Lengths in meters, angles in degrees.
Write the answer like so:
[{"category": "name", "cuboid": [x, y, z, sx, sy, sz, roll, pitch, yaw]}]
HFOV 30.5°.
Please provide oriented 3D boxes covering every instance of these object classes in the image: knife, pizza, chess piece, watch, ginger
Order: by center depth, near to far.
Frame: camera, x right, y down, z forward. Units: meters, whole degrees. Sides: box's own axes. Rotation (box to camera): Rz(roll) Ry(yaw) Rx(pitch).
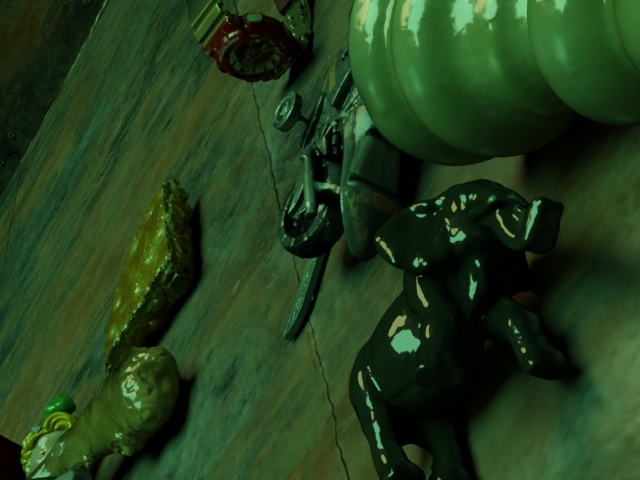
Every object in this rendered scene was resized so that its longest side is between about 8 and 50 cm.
[{"category": "chess piece", "cuboid": [0.173, -0.142, 0.738, 0.330, 0.182, 0.182, 2, 68, 61]}, {"category": "knife", "cuboid": [0.001, 0.000, 1.156, 0.028, 0.015, 0.210, -15, 53, 54]}, {"category": "ginger", "cuboid": [-0.259, 0.232, 1.364, 0.294, 0.086, 0.131, -45, 33, 19]}, {"category": "watch", "cuboid": [-0.090, -0.322, 1.503, 0.102, 0.164, 0.268, -43, 32, 40]}, {"category": "pizza", "cuboid": [-0.211, 0.044, 1.530, 0.197, 0.058, 0.292, -26, 45, 56]}]

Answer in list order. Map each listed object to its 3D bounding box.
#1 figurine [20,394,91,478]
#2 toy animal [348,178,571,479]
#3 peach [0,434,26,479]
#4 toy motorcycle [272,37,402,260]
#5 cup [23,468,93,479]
[{"category": "figurine", "cuboid": [-0.339, 0.287, 1.519, 0.115, 0.094, 0.156, 109, 151, -48]}, {"category": "toy animal", "cuboid": [0.082, 0.056, 0.776, 0.245, 0.114, 0.146, -54, 25, 25]}, {"category": "peach", "cuboid": [-0.564, 0.371, 1.695, 0.361, 0.257, 0.201, -25, 38, 53]}, {"category": "toy motorcycle", "cuboid": [0.048, -0.124, 1.068, 0.173, 0.108, 0.307, -3, 65, 59]}, {"category": "cup", "cuboid": [-0.310, 0.336, 1.275, 0.173, 0.168, 0.300, -30, -10, 1]}]
